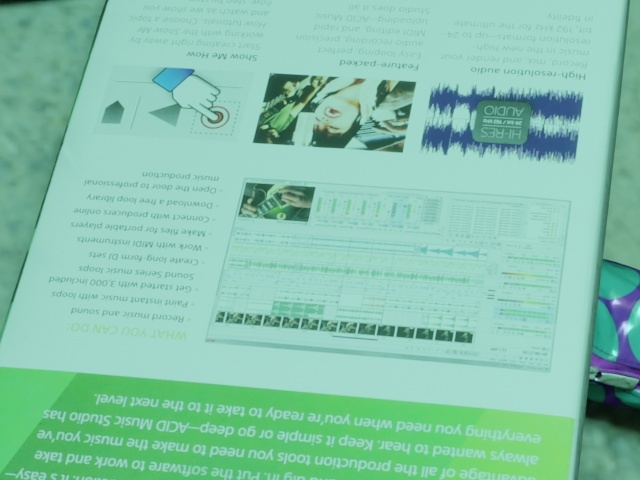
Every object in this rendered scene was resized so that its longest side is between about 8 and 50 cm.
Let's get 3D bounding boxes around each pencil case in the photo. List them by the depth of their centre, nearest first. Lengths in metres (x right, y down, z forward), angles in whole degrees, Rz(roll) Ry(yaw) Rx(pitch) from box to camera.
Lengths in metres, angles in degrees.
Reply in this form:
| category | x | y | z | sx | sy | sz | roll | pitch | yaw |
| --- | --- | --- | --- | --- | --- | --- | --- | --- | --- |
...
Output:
| category | x | y | z | sx | sy | sz | roll | pitch | yaw |
| --- | --- | --- | --- | --- | --- | --- | --- | --- | --- |
| pencil case | 0.170 | 0.058 | 0.814 | 0.151 | 0.064 | 0.070 | 19 | 38 | 1 |

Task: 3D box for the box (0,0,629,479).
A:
| category | x | y | z | sx | sy | sz | roll | pitch | yaw |
| --- | --- | --- | --- | --- | --- | --- | --- | --- | --- |
| box | 0.000 | 0.000 | 0.784 | 0.232 | 0.058 | 0.322 | 5 | 54 | 12 |
